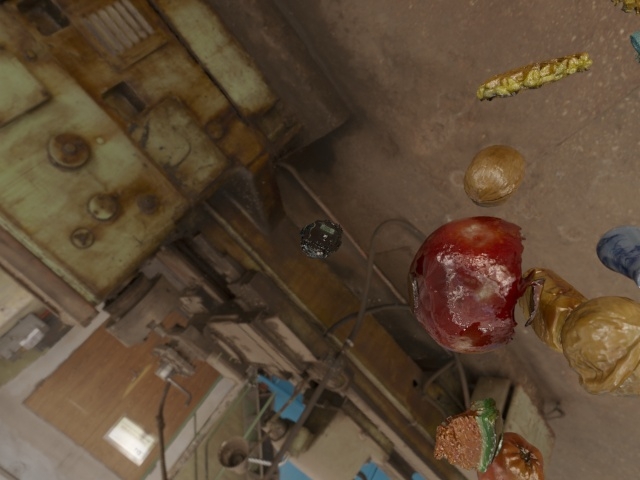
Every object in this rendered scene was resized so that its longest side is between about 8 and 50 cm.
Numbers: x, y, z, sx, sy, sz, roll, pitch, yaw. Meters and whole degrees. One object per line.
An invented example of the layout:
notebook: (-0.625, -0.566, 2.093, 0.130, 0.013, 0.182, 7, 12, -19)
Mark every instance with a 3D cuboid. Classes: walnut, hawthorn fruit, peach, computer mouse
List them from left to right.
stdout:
computer mouse: (0.000, 0.000, 1.503, 0.146, 0.241, 0.077, 28, 127, 6)
peach: (0.405, 0.131, 1.218, 0.310, 0.335, 0.406, 2, 132, 3)
walnut: (0.514, -0.190, 1.285, 0.167, 0.207, 0.167, 31, 157, 15)
hawthorn fruit: (0.526, 0.637, 1.202, 0.189, 0.189, 0.189, 26, 146, 19)
walnut: (0.663, 0.233, 0.955, 0.224, 0.257, 0.257, 36, 150, 22)

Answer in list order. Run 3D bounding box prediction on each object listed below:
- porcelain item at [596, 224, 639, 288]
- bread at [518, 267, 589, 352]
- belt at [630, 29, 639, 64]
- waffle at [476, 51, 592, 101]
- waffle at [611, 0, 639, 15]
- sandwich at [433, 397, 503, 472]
porcelain item: (0.854, 0.043, 1.174, 0.141, 0.259, 0.141, 4, 112, 10)
bread: (0.678, 0.192, 1.265, 0.132, 0.294, 0.166, -9, 105, 9)
belt: (0.912, -0.503, 1.181, 0.065, 0.179, 0.100, -27, 135, 35)
waffle: (0.574, -0.451, 1.180, 0.282, 0.301, 0.058, -10, 110, 26)
waffle: (0.967, -0.716, 1.239, 0.281, 0.060, 0.262, 16, -175, 5)
sandwich: (0.372, 0.475, 1.082, 0.160, 0.109, 0.184, 4, 114, 24)
